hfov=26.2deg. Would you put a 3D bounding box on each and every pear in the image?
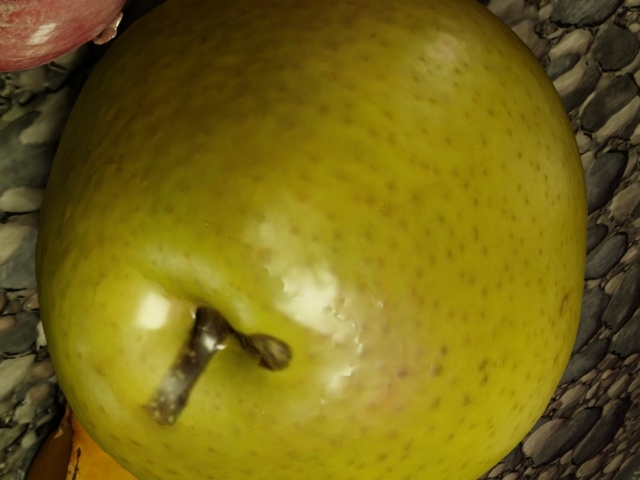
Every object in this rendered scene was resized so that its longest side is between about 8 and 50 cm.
[{"bbox_3d":[0.000,0.000,0.880,0.362,0.362,0.418,-53,173,19],"label":"pear"}]

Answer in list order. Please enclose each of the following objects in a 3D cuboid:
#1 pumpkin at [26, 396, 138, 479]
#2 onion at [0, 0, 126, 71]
[{"bbox_3d":[-0.105,0.220,1.128,0.303,0.256,0.225,-18,166,-32],"label":"pumpkin"},{"bbox_3d":[-0.184,-0.151,0.665,0.195,0.159,0.159,-26,147,-35],"label":"onion"}]
